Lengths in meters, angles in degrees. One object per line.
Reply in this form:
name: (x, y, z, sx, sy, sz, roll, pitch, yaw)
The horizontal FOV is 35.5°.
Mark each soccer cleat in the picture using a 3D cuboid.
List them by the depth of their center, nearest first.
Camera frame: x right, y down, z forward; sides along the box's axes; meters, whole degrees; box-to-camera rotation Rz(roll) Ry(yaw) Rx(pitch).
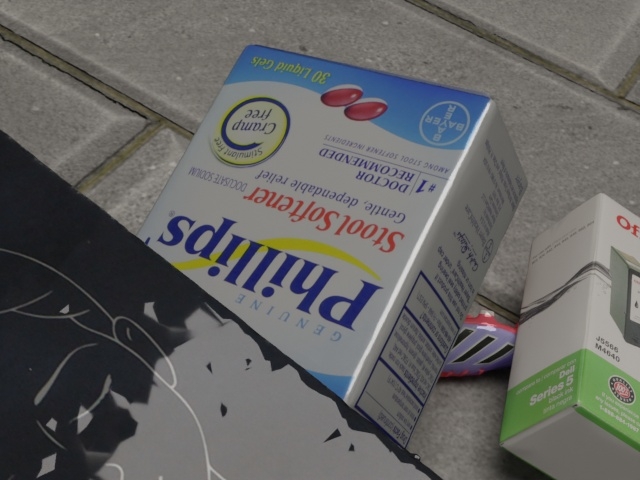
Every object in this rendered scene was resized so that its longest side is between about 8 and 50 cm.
soccer cleat: (0.106, 0.111, 1.032, 0.248, 0.083, 0.095, 12, 80, -7)

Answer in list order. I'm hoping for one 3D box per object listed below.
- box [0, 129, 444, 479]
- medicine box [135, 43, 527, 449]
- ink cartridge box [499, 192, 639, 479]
box: (-0.253, 0.232, 0.666, 0.472, 0.297, 0.480, 38, 61, 16)
medicine box: (0.000, 0.000, 0.894, 0.263, 0.149, 0.289, 18, 72, 30)
ink cartridge box: (0.302, 0.117, 0.985, 0.198, 0.115, 0.273, 32, 48, -14)
